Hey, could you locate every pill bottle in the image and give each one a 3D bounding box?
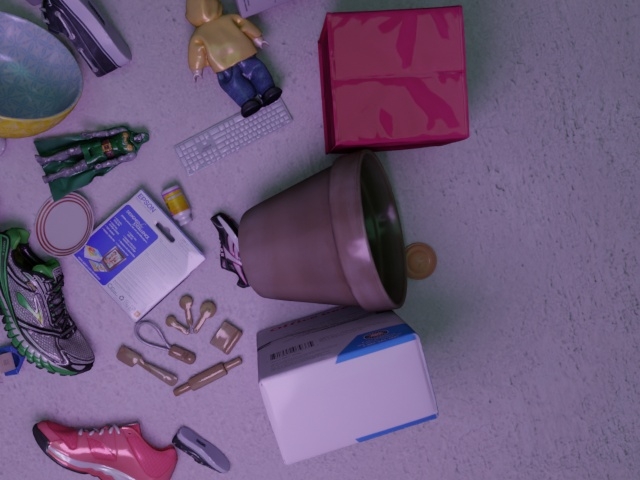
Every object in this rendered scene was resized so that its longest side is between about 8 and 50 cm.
[{"bbox_3d":[-0.304,-0.074,1.519,0.043,0.043,0.083,-26,95,-3],"label":"pill bottle"}]

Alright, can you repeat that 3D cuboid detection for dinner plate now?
[{"bbox_3d":[-0.536,-0.032,1.497,0.141,0.017,0.141,-3,78,15],"label":"dinner plate"}]

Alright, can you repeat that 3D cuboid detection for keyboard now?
[{"bbox_3d":[-0.188,-0.228,1.536,0.256,0.014,0.072,-28,95,-3],"label":"keyboard"}]

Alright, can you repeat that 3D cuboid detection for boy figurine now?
[{"bbox_3d":[-0.203,-0.396,1.482,0.177,0.092,0.285,-34,93,-5],"label":"boy figurine"}]

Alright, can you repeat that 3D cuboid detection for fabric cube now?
[{"bbox_3d":[0.137,-0.315,1.442,0.259,0.254,0.258,-4,94,-3],"label":"fabric cube"}]

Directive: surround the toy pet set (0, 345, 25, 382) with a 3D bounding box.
[{"bbox_3d":[-0.689,0.252,1.508,0.114,0.065,0.122,-13,92,31],"label":"toy pet set"}]

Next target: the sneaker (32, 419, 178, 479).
[{"bbox_3d":[-0.449,0.436,1.517,0.314,0.116,0.136,30,80,-13],"label":"sneaker"}]

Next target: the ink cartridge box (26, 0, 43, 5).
[{"bbox_3d":[-0.566,-0.616,1.441,0.160,0.092,0.219,-22,95,-4],"label":"ink cartridge box"}]

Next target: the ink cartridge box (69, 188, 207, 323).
[{"bbox_3d":[-0.384,0.032,1.517,0.208,0.045,0.206,-41,95,0],"label":"ink cartridge box"}]

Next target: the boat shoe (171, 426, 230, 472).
[{"bbox_3d":[-0.261,0.464,1.556,0.142,0.049,0.040,40,108,-4],"label":"boat shoe"}]

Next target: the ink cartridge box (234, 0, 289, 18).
[{"bbox_3d":[-0.069,-0.610,1.440,0.289,0.121,0.211,-22,71,-4],"label":"ink cartridge box"}]

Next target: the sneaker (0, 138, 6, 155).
[{"bbox_3d":[-0.761,-0.230,1.446,0.235,0.095,0.090,22,89,-7],"label":"sneaker"}]

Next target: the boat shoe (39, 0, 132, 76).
[{"bbox_3d":[-0.502,-0.451,1.402,0.102,0.108,0.301,-28,135,8],"label":"boat shoe"}]

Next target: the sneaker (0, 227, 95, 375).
[{"bbox_3d":[-0.574,0.128,1.451,0.146,0.134,0.343,-35,96,9],"label":"sneaker"}]

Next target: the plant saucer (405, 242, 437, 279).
[{"bbox_3d":[0.219,0.047,1.588,0.084,0.013,0.083,0,94,-5],"label":"plant saucer"}]

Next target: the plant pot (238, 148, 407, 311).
[{"bbox_3d":[0.000,0.000,1.436,0.281,0.323,0.322,-11,94,19],"label":"plant pot"}]

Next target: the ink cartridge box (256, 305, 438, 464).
[{"bbox_3d":[0.033,0.251,1.394,0.286,0.395,0.166,-16,97,-4],"label":"ink cartridge box"}]

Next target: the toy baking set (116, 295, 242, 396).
[{"bbox_3d":[-0.299,0.235,1.548,0.256,0.030,0.196,-31,92,-3],"label":"toy baking set"}]

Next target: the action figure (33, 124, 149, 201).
[{"bbox_3d":[-0.471,-0.184,1.493,0.232,0.063,0.137,-20,90,-7],"label":"action figure"}]

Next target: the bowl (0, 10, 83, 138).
[{"bbox_3d":[-0.636,-0.299,1.405,0.289,0.289,0.156,39,132,-6],"label":"bowl"}]

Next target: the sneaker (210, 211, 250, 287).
[{"bbox_3d":[-0.190,0.026,1.525,0.077,0.072,0.178,-32,90,8],"label":"sneaker"}]
